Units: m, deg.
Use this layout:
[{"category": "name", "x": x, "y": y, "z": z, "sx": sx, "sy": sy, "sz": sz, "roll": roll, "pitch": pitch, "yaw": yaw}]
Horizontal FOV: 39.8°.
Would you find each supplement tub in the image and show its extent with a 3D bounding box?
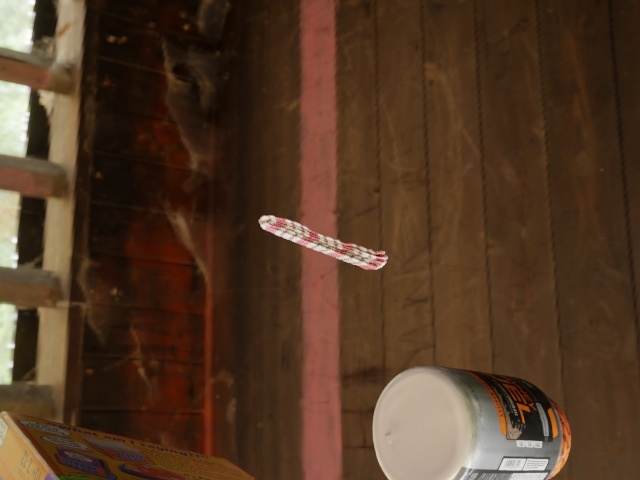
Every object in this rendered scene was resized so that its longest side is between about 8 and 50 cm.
[{"category": "supplement tub", "x": 0.264, "y": 0.323, "z": 1.478, "sx": 0.207, "sy": 0.338, "sz": 0.207, "roll": -13, "pitch": -109, "yaw": 41}]

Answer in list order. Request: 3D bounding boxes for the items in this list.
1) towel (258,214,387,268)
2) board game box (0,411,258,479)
[{"category": "towel", "x": 0.000, "y": 0.000, "z": 1.351, "sx": 0.144, "sy": 0.197, "sz": 0.029, "roll": 155, "pitch": -44, "yaw": -85}, {"category": "board game box", "x": -0.250, "y": 0.457, "z": 1.097, "sx": 0.356, "sy": 0.356, "sz": 0.356, "roll": 8, "pitch": -101, "yaw": 61}]
